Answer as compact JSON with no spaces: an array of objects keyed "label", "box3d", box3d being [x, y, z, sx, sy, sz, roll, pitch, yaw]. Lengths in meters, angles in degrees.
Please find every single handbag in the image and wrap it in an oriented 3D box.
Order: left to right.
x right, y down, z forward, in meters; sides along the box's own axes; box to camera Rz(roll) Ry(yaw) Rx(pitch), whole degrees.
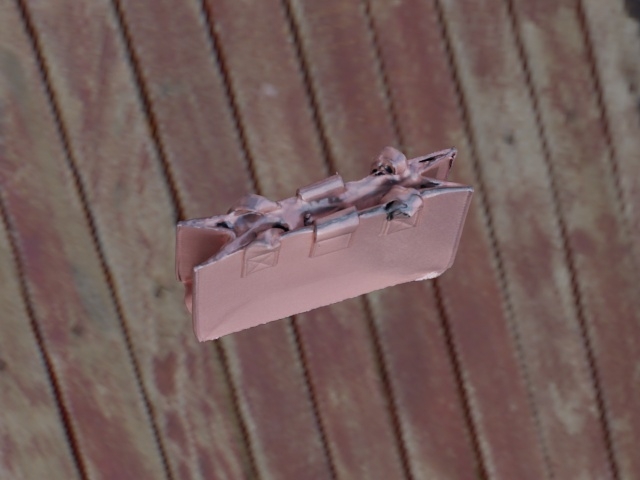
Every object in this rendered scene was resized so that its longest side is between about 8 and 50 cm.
[{"label":"handbag","box3d":[0.000,0.000,1.346,0.212,0.157,0.059,-16,68,-10]}]
